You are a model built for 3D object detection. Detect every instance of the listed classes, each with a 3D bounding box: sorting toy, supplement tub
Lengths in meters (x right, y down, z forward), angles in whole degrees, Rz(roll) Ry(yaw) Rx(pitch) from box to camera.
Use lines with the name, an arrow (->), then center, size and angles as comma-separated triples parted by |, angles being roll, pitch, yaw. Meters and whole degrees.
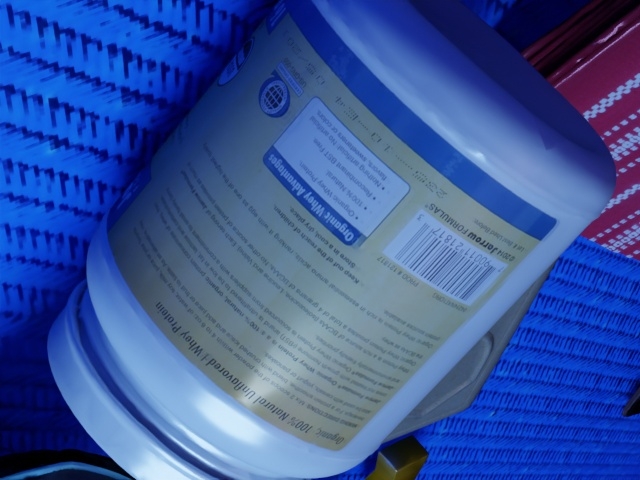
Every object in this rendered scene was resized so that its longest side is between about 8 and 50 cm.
sorting toy -> 0.032, 0.082, 0.818 | 0.229, 0.041, 0.307 | -20, 146, -38
supplement tub -> 0.000, 0.000, 0.548 | 0.200, 0.144, 0.144 | -48, 150, 17

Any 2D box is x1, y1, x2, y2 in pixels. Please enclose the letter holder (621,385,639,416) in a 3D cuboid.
letter holder -> 0.373, 0.084, 1.072 | 0.214, 0.152, 0.302 | 0, 133, -52

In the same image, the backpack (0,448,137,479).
backpack -> -0.120, 0.166, 0.606 | 0.188, 0.144, 0.166 | -5, 164, 39

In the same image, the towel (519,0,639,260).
towel -> 0.213, -0.045, 0.671 | 0.275, 0.031, 0.199 | 22, 141, -29
